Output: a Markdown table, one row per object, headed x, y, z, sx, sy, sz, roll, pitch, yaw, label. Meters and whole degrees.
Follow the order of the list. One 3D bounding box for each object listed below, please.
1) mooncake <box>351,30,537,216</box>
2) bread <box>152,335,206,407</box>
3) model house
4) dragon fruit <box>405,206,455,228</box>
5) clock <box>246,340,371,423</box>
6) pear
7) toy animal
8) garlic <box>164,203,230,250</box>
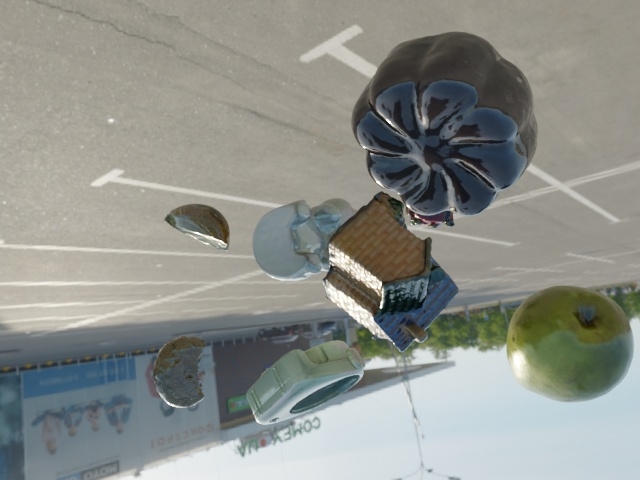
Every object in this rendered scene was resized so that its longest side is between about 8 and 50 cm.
| x | y | z | sx | sy | sz | roll | pitch | yaw | label |
| --- | --- | --- | --- | --- | --- | --- | --- | --- | --- |
| 0.201 | -0.179 | 0.826 | 0.306 | 0.154 | 0.306 | 18 | 140 | 16 | mooncake |
| -0.229 | 0.209 | 0.795 | 0.082 | 0.112 | 0.060 | 5 | 179 | -37 | bread |
| 0.115 | 0.054 | 0.732 | 0.166 | 0.172 | 0.182 | -40 | 151 | -15 | model house |
| 0.319 | -0.110 | 1.423 | 0.160 | 0.166 | 0.172 | -34 | -173 | 25 | dragon fruit |
| -0.014 | 0.368 | 1.323 | 0.324 | 0.108 | 0.265 | -2 | 142 | -44 | clock |
| 0.539 | 0.234 | 1.097 | 0.253 | 0.252 | 0.307 | -7 | 140 | -7 | pear |
| 0.004 | -0.001 | 1.292 | 0.368 | 0.195 | 0.241 | -9 | 177 | -40 | toy animal |
| -0.339 | -0.054 | 1.429 | 0.196 | 0.101 | 0.087 | 29 | 145 | -19 | garlic |
